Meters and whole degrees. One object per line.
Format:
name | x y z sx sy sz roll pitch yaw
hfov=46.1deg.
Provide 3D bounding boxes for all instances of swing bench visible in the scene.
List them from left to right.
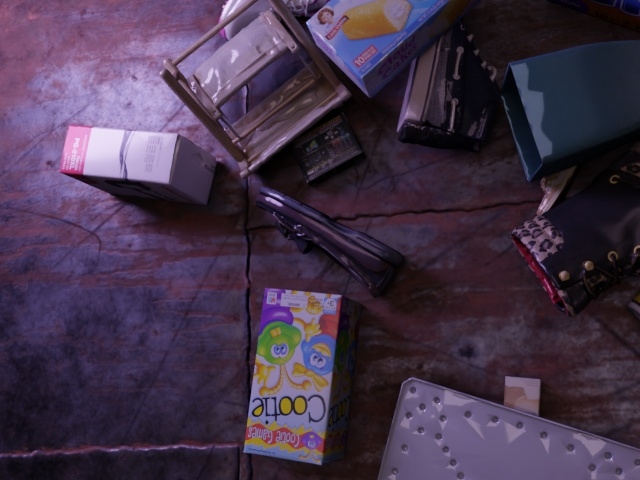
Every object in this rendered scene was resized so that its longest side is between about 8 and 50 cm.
swing bench | -0.120 -0.297 1.400 0.253 0.165 0.255 -36 112 7

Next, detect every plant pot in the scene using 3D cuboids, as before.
plant pot | 0.429 -0.216 1.195 0.234 0.166 0.166 -16 82 6

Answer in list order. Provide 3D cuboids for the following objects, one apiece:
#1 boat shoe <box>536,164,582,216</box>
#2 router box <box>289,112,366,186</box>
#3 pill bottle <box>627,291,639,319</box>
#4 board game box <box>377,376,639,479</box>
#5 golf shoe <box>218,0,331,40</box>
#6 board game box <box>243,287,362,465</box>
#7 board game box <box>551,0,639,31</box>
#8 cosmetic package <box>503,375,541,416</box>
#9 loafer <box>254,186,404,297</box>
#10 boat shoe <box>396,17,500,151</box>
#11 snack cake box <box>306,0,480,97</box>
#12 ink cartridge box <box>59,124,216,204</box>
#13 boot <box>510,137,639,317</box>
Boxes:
boat shoe | 0.402 -0.097 1.289 0.045 0.050 0.135 29 83 27
router box | 0.012 -0.171 1.420 0.122 0.038 0.092 -28 74 10
pill bottle | 0.554 0.084 1.198 0.116 0.065 0.065 -46 71 4
board game box | 0.275 0.456 1.195 0.389 0.050 0.390 15 93 18
golf shoe | -0.061 -0.479 1.463 0.306 0.115 0.140 -39 75 7
board game box | -0.027 0.232 1.301 0.144 0.142 0.276 4 81 17
board game box | 0.591 -0.546 1.152 0.356 0.356 0.356 27 89 19
cosmetic package | 0.331 0.283 1.240 0.060 0.041 0.115 2 81 16
loafer | 0.000 0.000 1.360 0.302 0.109 0.095 27 92 16
boat shoe | 0.248 -0.316 1.350 0.158 0.127 0.341 15 80 -3
snack cake box | 0.127 -0.390 1.269 0.264 0.089 0.152 -42 72 1
ink cartridge box | -0.345 -0.144 1.449 0.237 0.172 0.100 7 82 17
boot | 0.488 0.028 1.132 0.284 0.138 0.377 -31 49 4
